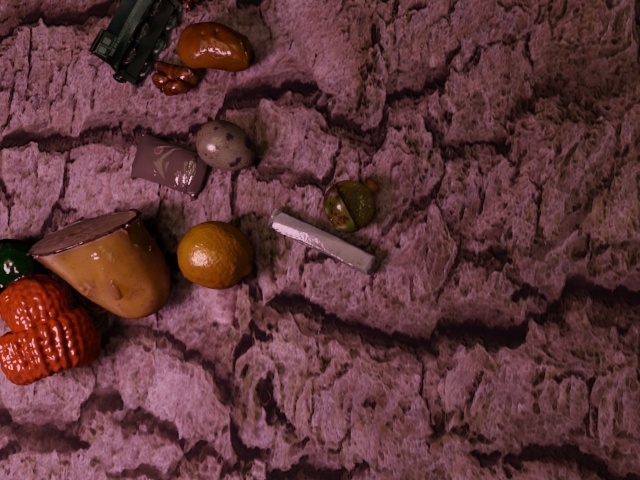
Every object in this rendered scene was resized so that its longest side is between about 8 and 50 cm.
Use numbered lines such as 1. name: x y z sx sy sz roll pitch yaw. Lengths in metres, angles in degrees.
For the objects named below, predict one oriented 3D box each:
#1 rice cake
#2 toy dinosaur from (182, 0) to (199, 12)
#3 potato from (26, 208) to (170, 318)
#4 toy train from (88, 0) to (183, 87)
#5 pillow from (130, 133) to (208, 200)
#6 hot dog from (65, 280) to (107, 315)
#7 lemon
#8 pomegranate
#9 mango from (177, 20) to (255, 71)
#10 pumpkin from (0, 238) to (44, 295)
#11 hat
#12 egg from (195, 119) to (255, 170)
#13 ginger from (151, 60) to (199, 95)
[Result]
1. rice cake: 0.000 0.000 1.427 0.336 0.063 0.066 26 88 14
2. toy dinosaur: -0.407 -0.794 1.603 0.055 0.049 0.154 9 92 17
3. potato: -0.623 0.095 1.477 0.396 0.290 0.296 -11 110 25
4. toy train: -0.579 -0.654 1.588 0.178 0.138 0.331 29 91 18
5. pillow: -0.468 -0.229 1.559 0.254 0.059 0.169 18 92 13
6. hot dog: -0.723 0.150 1.583 0.099 0.053 0.192 -41 79 0
7. lemon: -0.295 0.040 1.426 0.230 0.192 0.193 17 89 12
8. pomegranate: 0.080 -0.101 1.395 0.143 0.122 0.169 45 58 -15
9. mango: -0.311 -0.567 1.506 0.248 0.151 0.156 19 55 17
10. pumpkin: -0.977 0.095 1.604 0.201 0.140 0.202 0 88 -2
11. hat: -0.796 0.195 1.472 0.285 0.285 0.401 -11 87 12
12. egg: -0.274 -0.273 1.478 0.181 0.141 0.141 24 90 -3
13. ginger: -0.459 -0.494 1.577 0.162 0.073 0.103 21 76 20
